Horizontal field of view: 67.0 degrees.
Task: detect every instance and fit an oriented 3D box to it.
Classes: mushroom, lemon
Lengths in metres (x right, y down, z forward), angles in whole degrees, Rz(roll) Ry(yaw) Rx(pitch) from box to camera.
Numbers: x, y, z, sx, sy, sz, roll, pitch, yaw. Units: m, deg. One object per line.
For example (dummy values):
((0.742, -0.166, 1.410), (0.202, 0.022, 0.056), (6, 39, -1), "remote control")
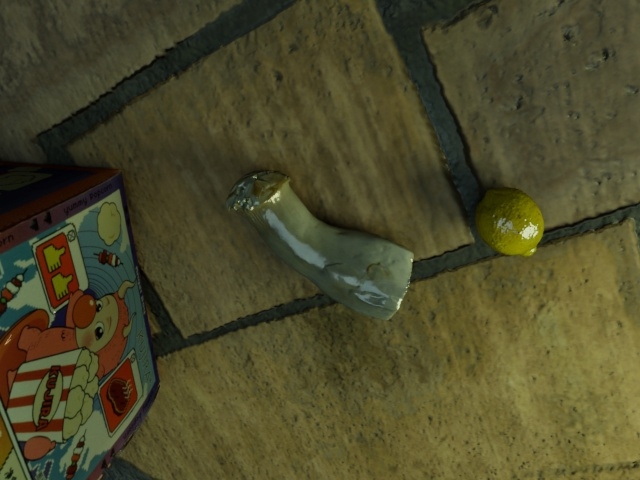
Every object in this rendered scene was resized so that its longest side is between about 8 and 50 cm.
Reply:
((-0.003, 0.002, 0.536), (0.223, 0.081, 0.092), (34, 136, 1), "mushroom")
((0.189, -0.017, 0.484), (0.062, 0.062, 0.083), (-33, 100, 26), "lemon")

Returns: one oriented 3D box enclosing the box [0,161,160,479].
((-0.385, 0.116, 0.556), (0.257, 0.318, 0.348), (5, 114, 11), "box")
